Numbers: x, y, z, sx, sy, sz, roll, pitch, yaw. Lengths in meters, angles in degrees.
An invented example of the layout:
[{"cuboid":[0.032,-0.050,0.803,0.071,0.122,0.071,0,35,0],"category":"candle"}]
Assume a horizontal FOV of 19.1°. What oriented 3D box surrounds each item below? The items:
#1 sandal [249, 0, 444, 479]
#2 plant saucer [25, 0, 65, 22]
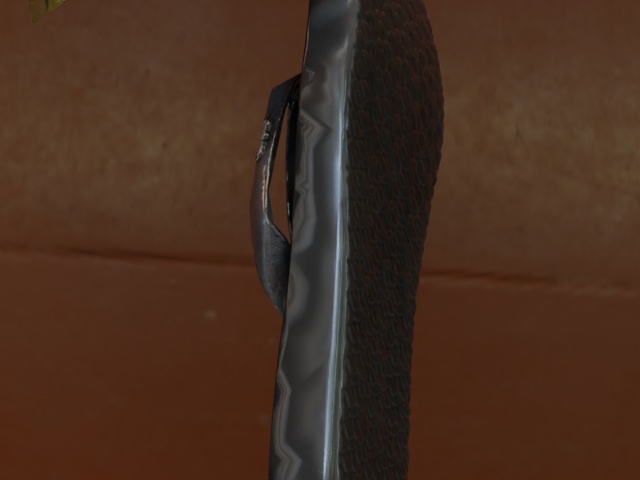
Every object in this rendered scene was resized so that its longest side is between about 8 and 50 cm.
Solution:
[{"cuboid":[0.000,0.000,0.685,0.054,0.254,0.097,-3,156,23],"category":"sandal"},{"cuboid":[-0.028,-0.243,0.852,0.333,0.333,0.081,-40,96,-4],"category":"plant saucer"}]
